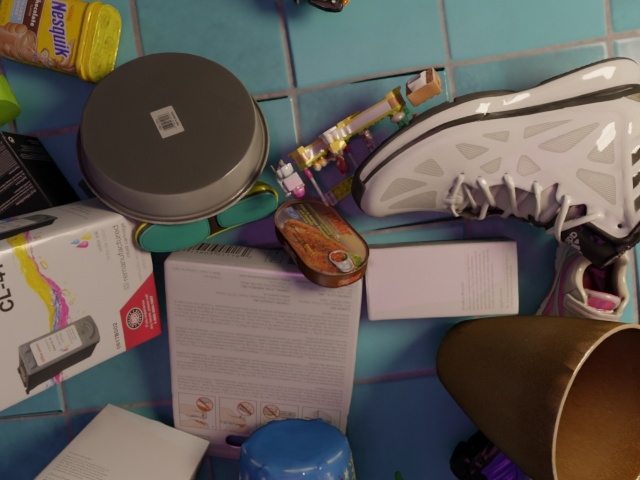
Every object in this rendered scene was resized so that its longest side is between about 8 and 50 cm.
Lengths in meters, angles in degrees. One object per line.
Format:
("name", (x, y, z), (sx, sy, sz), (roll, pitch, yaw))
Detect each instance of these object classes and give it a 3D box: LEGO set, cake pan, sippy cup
("LEGO set", (0.067, -0.142, 0.797), (0.286, 0.132, 0.107), (-31, 101, 1))
("cake pan", (-0.223, -0.167, 0.781), (0.292, 0.054, 0.294), (2, 67, -5))
("sippy cup", (-0.034, 0.409, 0.795), (0.305, 0.240, 0.224), (-8, 100, -38))

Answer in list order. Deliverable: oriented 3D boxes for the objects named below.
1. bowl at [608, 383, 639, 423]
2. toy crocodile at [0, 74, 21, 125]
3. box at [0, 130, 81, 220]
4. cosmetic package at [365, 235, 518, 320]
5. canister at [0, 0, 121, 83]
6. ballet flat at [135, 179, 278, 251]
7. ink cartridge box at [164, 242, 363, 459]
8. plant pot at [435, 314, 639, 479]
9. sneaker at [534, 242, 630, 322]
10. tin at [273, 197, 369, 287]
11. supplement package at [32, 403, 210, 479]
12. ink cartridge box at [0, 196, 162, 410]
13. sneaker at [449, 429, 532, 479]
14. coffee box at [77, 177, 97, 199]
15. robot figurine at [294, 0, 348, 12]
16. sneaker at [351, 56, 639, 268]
("bowl", (0.463, 0.210, 0.790), (0.080, 0.170, 0.170), (31, 99, 32))
("toy crocodile", (-0.656, -0.194, 0.861), (0.340, 0.105, 0.115), (-11, 94, 7))
("box", (-0.551, -0.029, 0.869), (0.261, 0.103, 0.184), (-34, 89, 7))
("cosmetic package", (0.187, 0.059, 0.821), (0.230, 0.085, 0.118), (-2, 95, 7))
("canister", (-0.428, -0.335, 0.844), (0.169, 0.073, 0.126), (14, 96, 5))
("ballet flat", (-0.180, -0.046, 0.820), (0.230, 0.077, 0.077), (-20, 134, -18))
("ink cartridge box", (-0.095, 0.202, 0.879), (0.307, 0.091, 0.385), (5, 113, 4))
("plant pot", (0.294, 0.201, 0.727), (0.237, 0.254, 0.237), (-5, 99, -29))
("sneaker", (0.399, 0.103, 0.791), (0.102, 0.111, 0.253), (7, 96, 4))
("tin", (0.000, 0.000, 0.796), (0.106, 0.190, 0.040), (-21, 136, -19))
("supplement package", (-0.327, 0.434, 0.800), (0.199, 0.263, 0.198), (19, 106, 3))
("ink cartridge box", (-0.401, 0.083, 0.740), (0.131, 0.306, 0.226), (15, 117, 35))
("sneaker", (0.281, 0.393, 0.840), (0.146, 0.102, 0.294), (5, 88, 5))
("coffee box", (-0.302, -0.111, 0.869), (0.184, 0.040, 0.113), (-41, 91, 7))
("robot figurine", (-0.015, -0.486, 0.785), (0.291, 0.085, 0.211), (44, 98, 1))
("sneaker", (0.279, -0.068, 0.713), (0.447, 0.169, 0.258), (-19, 65, 5))
